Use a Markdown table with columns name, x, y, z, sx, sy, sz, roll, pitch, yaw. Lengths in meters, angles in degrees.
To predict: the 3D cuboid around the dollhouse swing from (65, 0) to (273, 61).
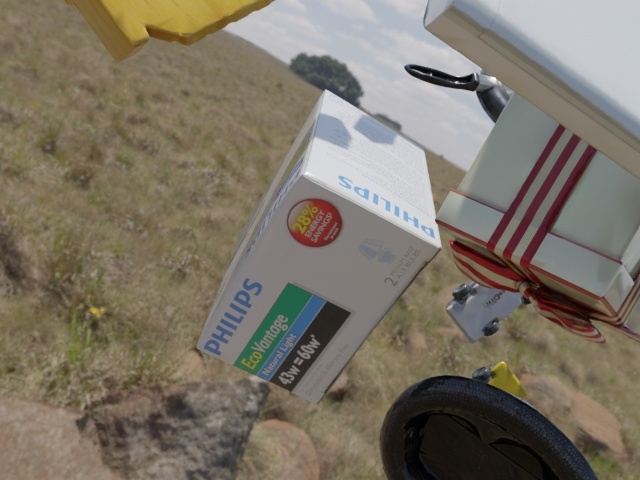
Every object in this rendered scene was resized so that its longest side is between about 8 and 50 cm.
| name | x | y | z | sx | sy | sz | roll | pitch | yaw |
| --- | --- | --- | --- | --- | --- | --- | --- | --- | --- |
| dollhouse swing | -0.215 | -0.403 | 0.989 | 0.315 | 0.346 | 0.305 | 54 | -20 | 4 |

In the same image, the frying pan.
| name | x | y | z | sx | sy | sz | roll | pitch | yaw |
| --- | --- | --- | --- | --- | --- | --- | --- | --- | --- |
| frying pan | 0.326 | -0.297 | 1.182 | 0.326 | 0.053 | 0.197 | 32 | 51 | -7 |

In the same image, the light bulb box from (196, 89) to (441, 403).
| name | x | y | z | sx | sy | sz | roll | pitch | yaw |
| --- | --- | --- | --- | --- | --- | --- | --- | --- | --- |
| light bulb box | 0.000 | 0.000 | 1.049 | 0.225 | 0.358 | 0.361 | 28 | 29 | -11 |

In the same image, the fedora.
| name | x | y | z | sx | sy | sz | roll | pitch | yaw |
| --- | --- | --- | --- | --- | --- | --- | --- | --- | --- |
| fedora | 0.256 | 0.322 | 0.910 | 0.334 | 0.334 | 0.152 | 32 | 31 | 21 |

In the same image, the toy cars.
| name | x | y | z | sx | sy | sz | roll | pitch | yaw |
| --- | --- | --- | --- | --- | --- | --- | --- | --- | --- |
| toy cars | 0.293 | 0.199 | 1.153 | 0.176 | 0.394 | 0.087 | 12 | -3 | -7 |

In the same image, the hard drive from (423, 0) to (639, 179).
| name | x | y | z | sx | sy | sz | roll | pitch | yaw |
| --- | --- | --- | --- | --- | --- | --- | --- | --- | --- |
| hard drive | 0.223 | -0.156 | 0.475 | 0.307 | 0.203 | 0.040 | 27 | -27 | -21 |

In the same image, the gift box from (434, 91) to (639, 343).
| name | x | y | z | sx | sy | sz | roll | pitch | yaw |
| --- | --- | --- | --- | --- | --- | --- | --- | --- | --- |
| gift box | 0.337 | -0.017 | 0.811 | 0.255 | 0.258 | 0.276 | 31 | -1 | 44 |
